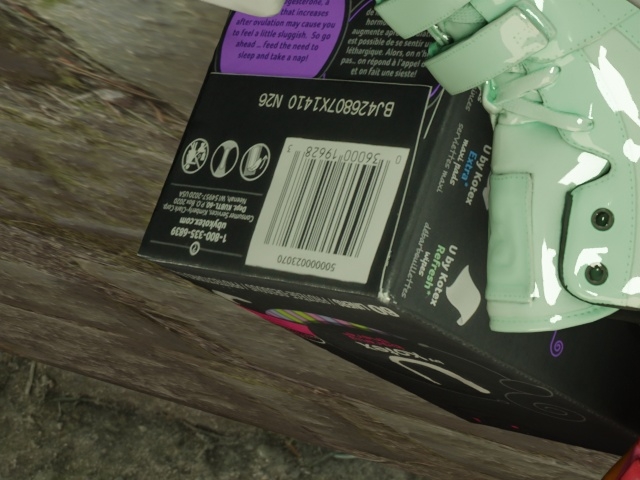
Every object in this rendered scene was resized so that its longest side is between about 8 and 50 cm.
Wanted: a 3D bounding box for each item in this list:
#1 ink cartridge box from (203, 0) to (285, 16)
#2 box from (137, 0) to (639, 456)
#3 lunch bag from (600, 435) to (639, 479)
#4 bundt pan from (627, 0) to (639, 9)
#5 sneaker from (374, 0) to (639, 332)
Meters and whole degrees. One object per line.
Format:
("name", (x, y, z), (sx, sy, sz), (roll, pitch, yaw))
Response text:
("ink cartridge box", (-0.099, -0.172, 0.465), (0.197, 0.114, 0.273), (17, 168, 11))
("box", (0.076, -0.001, 0.944), (0.165, 0.143, 0.270), (9, 166, 46))
("lunch bag", (0.232, 0.047, 0.696), (0.120, 0.258, 0.293), (52, 165, 9))
("bundt pan", (0.178, -0.101, 0.307), (0.331, 0.124, 0.331), (20, 170, 4))
("sneaker", (0.060, -0.052, 0.690), (0.256, 0.151, 0.094), (23, 171, -11))
